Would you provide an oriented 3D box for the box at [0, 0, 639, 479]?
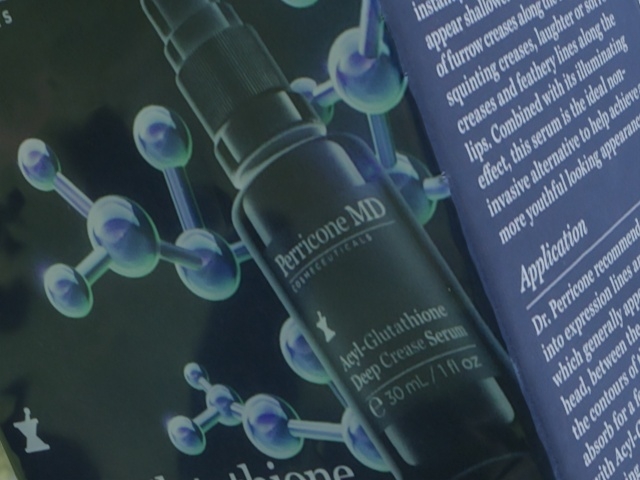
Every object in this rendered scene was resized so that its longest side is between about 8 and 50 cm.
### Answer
[{"bbox_3d":[0.000,0.000,0.821,0.293,0.396,0.212,-14,-167,37],"label":"box"}]
